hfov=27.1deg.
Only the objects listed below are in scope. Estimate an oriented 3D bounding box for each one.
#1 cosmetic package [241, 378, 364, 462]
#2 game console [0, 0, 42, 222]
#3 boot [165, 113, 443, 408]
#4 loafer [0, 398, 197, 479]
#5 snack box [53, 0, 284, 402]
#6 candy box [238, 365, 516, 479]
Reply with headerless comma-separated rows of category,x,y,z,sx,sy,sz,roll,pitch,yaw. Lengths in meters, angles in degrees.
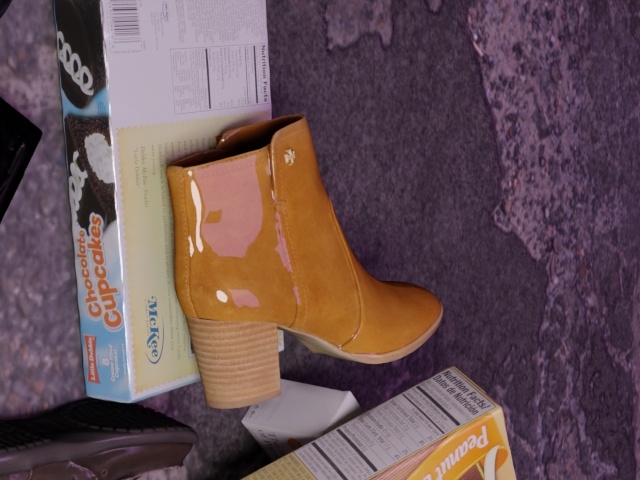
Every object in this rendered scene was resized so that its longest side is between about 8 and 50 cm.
cosmetic package,0.027,0.230,1.246,0.060,0.098,0.239,-57,132,-31
game console,-0.250,-0.171,0.914,0.213,0.044,0.361,44,61,-46
boot,-0.001,0.000,1.093,0.295,0.104,0.211,-17,107,-47
loafer,-0.188,0.171,1.003,0.220,0.080,0.078,-1,104,-46
snack box,-0.116,-0.047,1.074,0.187,0.060,0.322,-13,104,-50
candy box,0.020,0.262,1.135,0.316,0.087,0.183,-26,123,-17
